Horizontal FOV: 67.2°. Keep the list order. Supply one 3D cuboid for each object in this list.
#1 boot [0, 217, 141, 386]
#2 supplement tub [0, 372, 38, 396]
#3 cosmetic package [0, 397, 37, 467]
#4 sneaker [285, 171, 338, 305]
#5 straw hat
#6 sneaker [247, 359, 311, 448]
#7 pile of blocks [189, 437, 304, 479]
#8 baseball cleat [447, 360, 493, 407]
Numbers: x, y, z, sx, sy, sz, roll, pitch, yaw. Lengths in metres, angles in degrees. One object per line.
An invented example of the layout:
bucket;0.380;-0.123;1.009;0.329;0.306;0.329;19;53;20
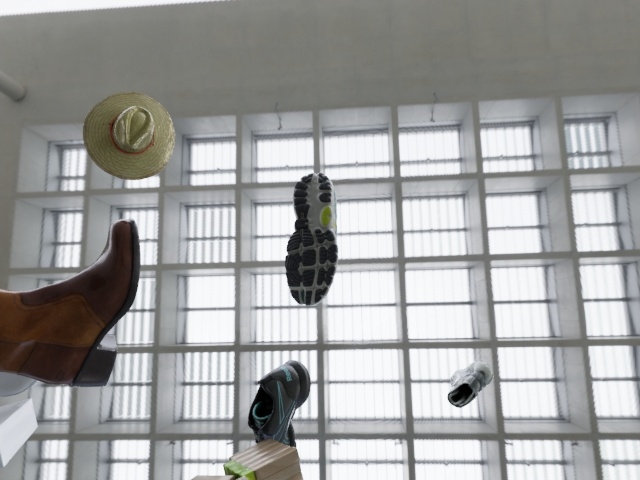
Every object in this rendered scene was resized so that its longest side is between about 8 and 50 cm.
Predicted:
boot;-0.410;0.067;0.662;0.280;0.096;0.264;17;-82;-30
supplement tub;-0.770;0.276;1.286;0.193;0.316;0.194;0;-89;-6
cosmetic package;-0.883;0.499;1.162;0.284;0.377;0.098;-15;-92;-21
sneaker;0.000;0.000;0.969;0.106;0.110;0.276;-1;-112;18
straw hat;-0.283;-0.168;0.731;0.144;0.061;0.145;3;-97;-30
sneaker;-0.102;0.360;0.952;0.101;0.106;0.268;25;-70;40
pile of blocks;-0.157;0.436;0.729;0.148;0.362;0.113;-15;-92;31
baseball cleat;0.313;0.331;1.078;0.109;0.206;0.072;-36;-116;-22
